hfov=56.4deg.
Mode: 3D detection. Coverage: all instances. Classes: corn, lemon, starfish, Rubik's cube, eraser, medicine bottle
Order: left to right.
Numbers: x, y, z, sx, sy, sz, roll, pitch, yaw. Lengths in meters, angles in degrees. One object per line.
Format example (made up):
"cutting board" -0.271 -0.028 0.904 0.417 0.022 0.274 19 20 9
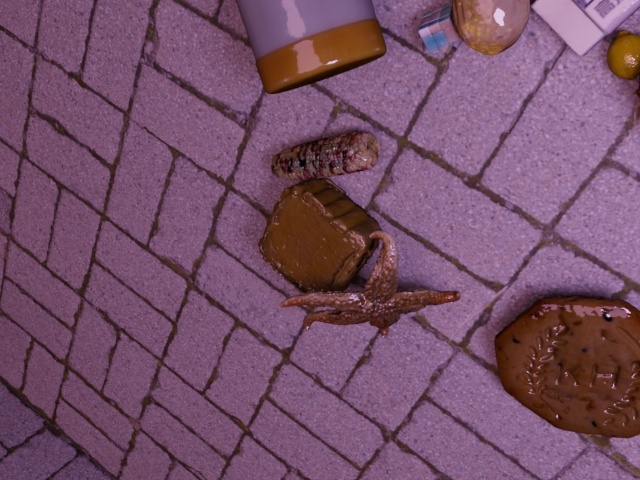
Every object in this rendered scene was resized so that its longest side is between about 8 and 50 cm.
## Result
"medicine bottle" -0.023 -0.411 1.082 0.238 0.238 0.232 -11 103 32
"corn" 0.007 -0.174 1.259 0.253 0.086 0.086 -6 107 34
"starfish" 0.111 0.118 1.232 0.375 0.094 0.327 5 135 -14
"Rubik's cube" 0.221 -0.373 1.064 0.075 0.084 0.073 3 140 45
"eraser" 0.451 -0.405 0.924 0.124 0.068 0.210 48 126 4
"lemon" 0.490 -0.295 0.951 0.062 0.062 0.083 -11 86 32

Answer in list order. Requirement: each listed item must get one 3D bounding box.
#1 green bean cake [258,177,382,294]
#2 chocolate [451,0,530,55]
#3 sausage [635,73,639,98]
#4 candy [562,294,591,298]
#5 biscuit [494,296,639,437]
"green bean cake" 0.000 0.000 1.307 0.229 0.131 0.224 39 123 11
"chocolate" 0.266 -0.459 0.966 0.134 0.134 0.309 -3 110 30
"sausage" 0.588 -0.185 0.886 0.141 0.153 0.268 -31 94 -2
"candy" 0.496 0.154 1.149 0.103 0.043 0.103 12 119 23
"biscuit" 0.511 0.250 1.144 0.359 0.046 0.359 15 127 20
